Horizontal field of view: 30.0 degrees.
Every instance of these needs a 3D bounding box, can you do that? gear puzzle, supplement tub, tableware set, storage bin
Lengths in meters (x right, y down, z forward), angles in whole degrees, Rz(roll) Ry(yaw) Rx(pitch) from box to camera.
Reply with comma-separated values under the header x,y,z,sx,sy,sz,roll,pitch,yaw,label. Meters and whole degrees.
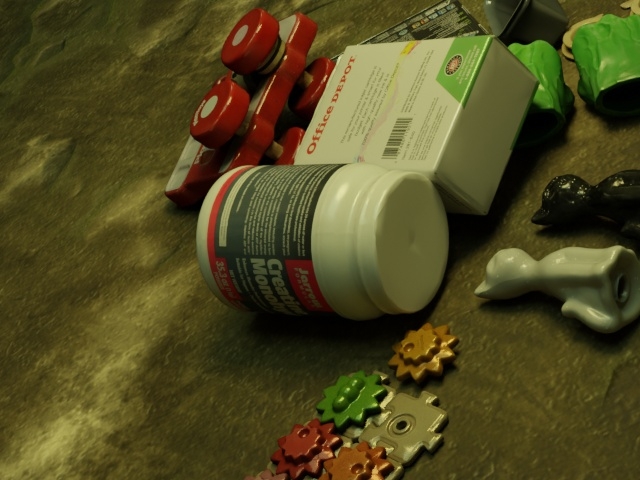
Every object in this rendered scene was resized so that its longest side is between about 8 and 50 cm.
x,y,z,sx,sy,sz,roll,pitch,yaw,label
0.041,0.208,1.312,0.175,0.044,0.339,18,55,47,gear puzzle
0.000,0.000,1.479,0.272,0.191,0.191,1,44,37,supplement tub
0.436,-0.320,1.719,0.194,0.039,0.128,-25,35,5,tableware set
0.306,-0.337,1.780,0.098,0.091,0.135,-59,18,29,storage bin

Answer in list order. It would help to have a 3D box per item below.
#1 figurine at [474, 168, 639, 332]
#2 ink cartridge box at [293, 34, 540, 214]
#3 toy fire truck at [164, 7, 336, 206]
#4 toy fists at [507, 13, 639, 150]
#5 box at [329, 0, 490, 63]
x,y,z,sx,sy,sz,roll,pitch,yaw,label
0.297,0.003,1.375,0.209,0.092,0.215,7,48,51,figurine
0.120,-0.151,1.577,0.278,0.117,0.201,6,68,50,ink cartridge box
-0.118,-0.201,1.816,0.254,0.169,0.302,-8,55,54,toy fire truck
0.339,-0.216,1.606,0.279,0.096,0.142,-16,51,17,toy fists
0.129,-0.255,1.833,0.270,0.060,0.216,-28,35,2,box
